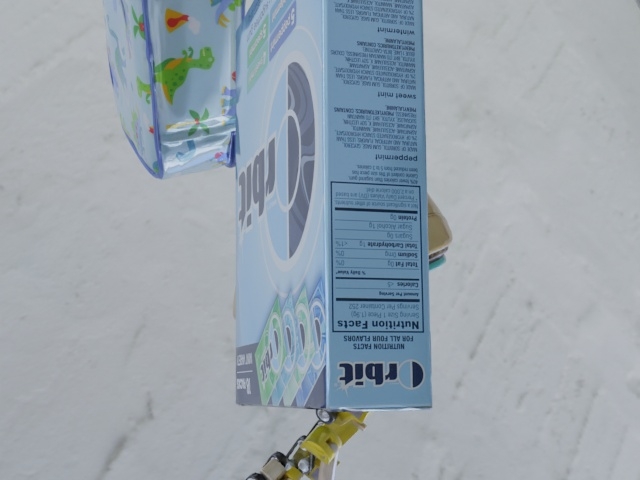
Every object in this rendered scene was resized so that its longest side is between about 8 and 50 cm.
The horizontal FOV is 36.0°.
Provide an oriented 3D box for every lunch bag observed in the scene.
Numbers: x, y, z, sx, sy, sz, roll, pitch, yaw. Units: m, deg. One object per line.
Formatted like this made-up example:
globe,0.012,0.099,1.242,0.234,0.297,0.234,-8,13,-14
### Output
lunch bag,-0.121,-0.174,0.777,0.090,0.176,0.219,-13,-56,-21

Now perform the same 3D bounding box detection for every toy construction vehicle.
toy construction vehicle,0.000,0.110,0.500,0.035,0.098,0.086,41,-141,12

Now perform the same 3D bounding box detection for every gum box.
gum box,-0.002,-0.024,0.405,0.041,0.157,0.184,3,-100,-16

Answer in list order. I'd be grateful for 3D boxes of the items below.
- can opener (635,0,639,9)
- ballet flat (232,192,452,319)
can opener,0.134,-0.055,0.306,0.059,0.073,0.186,8,-138,-22
ballet flat,0.000,0.000,0.573,0.080,0.232,0.073,-22,-91,-29
